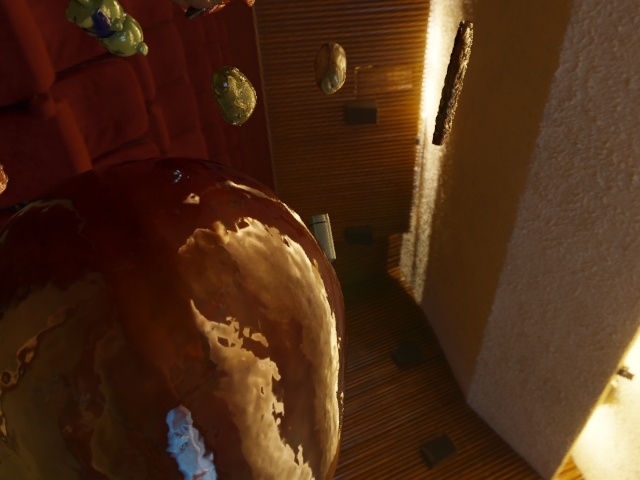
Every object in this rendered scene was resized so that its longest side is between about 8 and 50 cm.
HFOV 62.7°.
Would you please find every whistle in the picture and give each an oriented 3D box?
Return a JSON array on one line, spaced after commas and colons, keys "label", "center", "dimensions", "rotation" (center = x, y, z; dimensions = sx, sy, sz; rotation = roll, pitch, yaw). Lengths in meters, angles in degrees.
[{"label": "whistle", "center": [-0.412, -0.419, 0.979], "dimensions": [0.105, 0.085, 0.227], "rotation": [32, -3, 26]}]

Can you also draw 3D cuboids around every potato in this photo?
[{"label": "potato", "center": [-0.214, -0.355, 1.280], "dimensions": [0.085, 0.105, 0.188], "rotation": [40, -7, 18]}, {"label": "potato", "center": [0.028, -0.493, 1.499], "dimensions": [0.107, 0.079, 0.171], "rotation": [-52, -150, 44]}]

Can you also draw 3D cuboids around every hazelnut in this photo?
[{"label": "hazelnut", "center": [-0.138, 0.120, 0.519], "dimensions": [0.359, 0.359, 0.409], "rotation": [63, 4, 26]}]

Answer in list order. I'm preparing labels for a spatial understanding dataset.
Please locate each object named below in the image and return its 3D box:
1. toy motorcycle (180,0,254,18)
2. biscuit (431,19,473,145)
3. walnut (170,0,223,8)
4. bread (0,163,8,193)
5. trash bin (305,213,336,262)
[{"label": "toy motorcycle", "center": [-0.259, -0.639, 1.299], "dimensions": [0.148, 0.221, 0.326], "rotation": [52, 4, -37]}, {"label": "biscuit", "center": [0.204, -0.237, 0.805], "dimensions": [0.188, 0.027, 0.188], "rotation": [13, 90, -78]}, {"label": "walnut", "center": [-0.218, -0.544, 0.902], "dimensions": [0.273, 0.226, 0.274], "rotation": [173, -90, -77]}, {"label": "bread", "center": [-0.984, -0.172, 1.440], "dimensions": [0.143, 0.211, 0.224], "rotation": [96, -16, -46]}, {"label": "trash bin", "center": [0.000, 0.000, 1.505], "dimensions": [0.116, 0.059, 0.130], "rotation": [132, -52, -74]}]
